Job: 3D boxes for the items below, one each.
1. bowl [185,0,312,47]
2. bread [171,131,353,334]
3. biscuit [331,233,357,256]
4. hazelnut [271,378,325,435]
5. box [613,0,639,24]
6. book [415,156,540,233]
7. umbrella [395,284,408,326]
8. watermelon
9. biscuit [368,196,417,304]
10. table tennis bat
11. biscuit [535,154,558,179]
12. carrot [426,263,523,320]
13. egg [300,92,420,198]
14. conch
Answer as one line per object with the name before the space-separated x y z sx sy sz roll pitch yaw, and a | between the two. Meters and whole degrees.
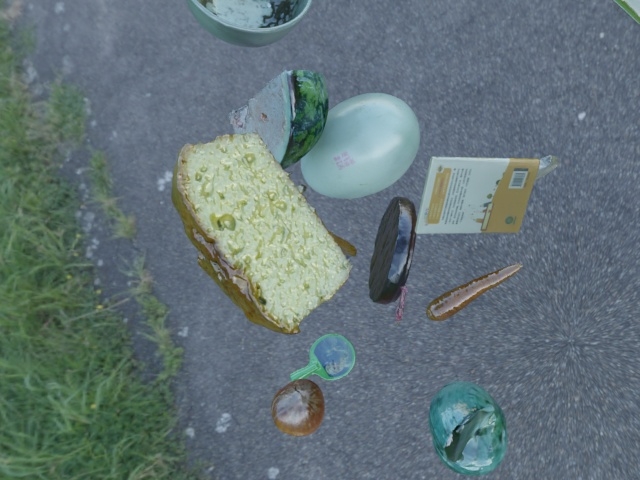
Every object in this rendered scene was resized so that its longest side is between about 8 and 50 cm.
bowl | -0.170 -0.528 1.154 0.289 0.146 0.289 6 69 -17
bread | -0.114 -0.008 0.896 0.194 0.179 0.340 -35 89 -21
biscuit | 0.000 0.001 1.759 0.278 0.301 0.043 19 85 -3
hazelnut | -0.064 0.529 1.664 0.182 0.182 0.182 -5 78 24
box | 0.520 -0.627 0.833 0.420 0.138 0.373 38 128 -8
book | 0.397 -0.111 1.347 0.020 0.295 0.208 -112 25 -57
umbrella | 0.259 0.215 1.722 0.025 0.027 0.165 3 119 -5
watermelon | -0.079 -0.258 1.125 0.305 0.180 0.224 -15 49 59
biscuit | 0.272 0.040 1.978 0.091 0.407 0.408 12 85 -4
table tennis bat | 0.004 0.439 1.901 0.257 0.039 0.160 -31 82 4
biscuit | 0.587 -0.180 1.532 0.141 0.290 0.038 -13 79 -24
carrot | 0.305 0.100 1.058 0.216 0.048 0.048 -35 68 23
egg | 0.085 -0.218 1.294 0.371 0.229 0.230 -24 67 54
conch | 0.274 0.365 1.023 0.134 0.196 0.202 27 124 55
